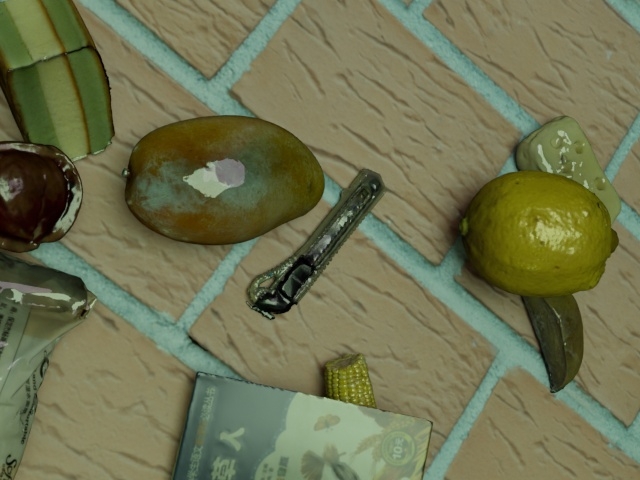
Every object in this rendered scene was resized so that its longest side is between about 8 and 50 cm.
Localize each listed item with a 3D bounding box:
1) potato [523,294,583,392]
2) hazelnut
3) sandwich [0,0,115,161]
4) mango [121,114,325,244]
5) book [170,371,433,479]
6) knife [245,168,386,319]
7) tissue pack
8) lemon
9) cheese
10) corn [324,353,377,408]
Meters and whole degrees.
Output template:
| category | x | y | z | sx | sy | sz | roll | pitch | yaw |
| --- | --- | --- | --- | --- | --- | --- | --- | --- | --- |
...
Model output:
| category | x | y | z | sx | sy | sz | roll | pitch | yaw |
| --- | --- | --- | --- | --- | --- | --- | --- | --- | --- |
| potato | 0.502 | 0.174 | 1.688 | 0.120 | 0.100 | 0.261 | -22 | 93 | -21 |
| hazelnut | -0.478 | -0.077 | 1.300 | 0.201 | 0.160 | 0.170 | -10 | 121 | -17 |
| sandwich | -0.451 | -0.276 | 1.369 | 0.155 | 0.227 | 0.198 | -22 | 57 | -20 |
| mango | -0.150 | -0.102 | 1.421 | 0.383 | 0.199 | 0.222 | 1 | 79 | -34 |
| book | -0.039 | 0.413 | 1.427 | 0.427 | 0.039 | 0.300 | 12 | 86 | -5 |
| knife | 0.002 | 0.000 | 1.545 | 0.089 | 0.043 | 0.365 | 46 | 71 | -12 |
| tissue pack | -0.576 | 0.171 | 1.227 | 0.389 | 0.195 | 0.376 | 23 | 73 | -18 |
| lemon | 0.420 | -0.011 | 1.590 | 0.319 | 0.245 | 0.246 | 6 | 82 | -4 |
| cheese | 0.522 | -0.122 | 1.730 | 0.159 | 0.093 | 0.263 | -31 | 96 | -20 |
| corn | 0.064 | 0.332 | 1.508 | 0.093 | 0.093 | 0.244 | -11 | 88 | -22 |
